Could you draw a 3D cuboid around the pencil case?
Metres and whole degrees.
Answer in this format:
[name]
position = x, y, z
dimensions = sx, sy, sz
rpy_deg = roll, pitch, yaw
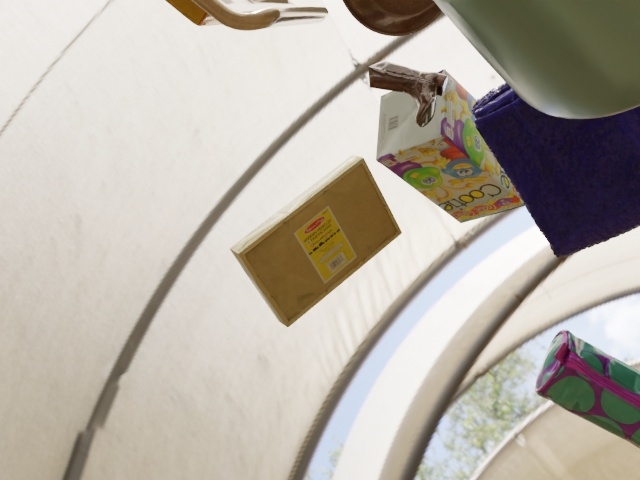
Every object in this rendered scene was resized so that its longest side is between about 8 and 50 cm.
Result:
[pencil case]
position = 0.259, 0.135, 0.616
dimensions = 0.064, 0.152, 0.070
rpy_deg = -60, -10, -13

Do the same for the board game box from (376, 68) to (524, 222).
[board game box]
position = 0.243, -0.161, 1.338
dimensions = 0.275, 0.142, 0.144
rpy_deg = 30, -124, -41

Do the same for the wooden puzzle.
[wooden puzzle]
position = -0.117, -0.221, 0.548
dimensions = 0.044, 0.239, 0.221
rpy_deg = -55, 1, 20

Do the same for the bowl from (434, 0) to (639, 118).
[bowl]
position = 0.178, -0.259, 0.531
dimensions = 0.163, 0.311, 0.311
rpy_deg = 15, -70, -26

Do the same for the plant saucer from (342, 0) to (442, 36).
[plant saucer]
position = 0.108, -0.378, 0.988
dimensions = 0.036, 0.199, 0.198
rpy_deg = -24, -45, -50

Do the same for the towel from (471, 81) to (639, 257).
[towel]
position = 0.323, -0.129, 0.782
dimensions = 0.076, 0.227, 0.308
rpy_deg = -25, -7, -45

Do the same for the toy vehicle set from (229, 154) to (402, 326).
[toy vehicle set]
position = 0.000, 0.000, 1.225
dimensions = 0.267, 0.035, 0.166
rpy_deg = -38, -61, -16

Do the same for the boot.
[boot]
position = 0.113, -0.213, 1.052
dimensions = 0.037, 0.114, 0.106
rpy_deg = 88, -154, -51
